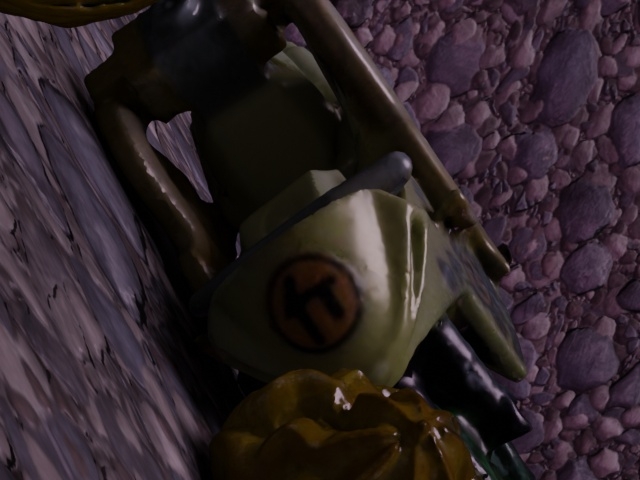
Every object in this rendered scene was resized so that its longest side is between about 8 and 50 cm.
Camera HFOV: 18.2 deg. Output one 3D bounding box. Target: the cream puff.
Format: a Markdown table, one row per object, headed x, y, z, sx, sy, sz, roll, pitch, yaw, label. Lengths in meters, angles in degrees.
| x | y | z | sx | sy | sz | roll | pitch | yaw | label |
| --- | --- | --- | --- | --- | --- | --- | --- | --- | --- |
| 0.021 | 0.116 | 0.915 | 0.146 | 0.116 | 0.146 | 56 | 11 | -17 | cream puff |

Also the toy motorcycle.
| x | y | z | sx | sy | sz | roll | pitch | yaw | label |
| --- | --- | --- | --- | --- | --- | --- | --- | --- | --- |
| 0.000 | 0.000 | 1.124 | 0.237 | 0.169 | 0.410 | 51 | 7 | -43 | toy motorcycle |

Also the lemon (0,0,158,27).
| x | y | z | sx | sy | sz | roll | pitch | yaw | label |
| --- | --- | --- | --- | --- | --- | --- | --- | --- | --- |
| -0.110 | -0.178 | 0.836 | 0.180 | 0.180 | 0.193 | 62 | -6 | 1 | lemon |

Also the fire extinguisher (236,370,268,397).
| x | y | z | sx | sy | sz | roll | pitch | yaw | label |
| --- | --- | --- | --- | --- | --- | --- | --- | --- | --- |
| -0.028 | 0.098 | 1.188 | 0.083 | 0.022 | 0.028 | 61 | 32 | -22 | fire extinguisher |
